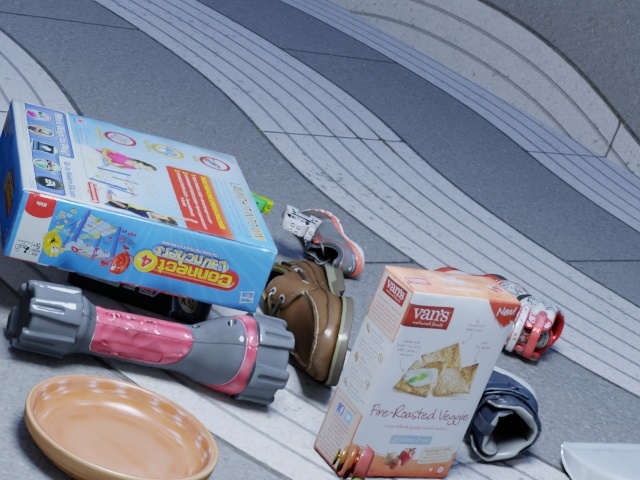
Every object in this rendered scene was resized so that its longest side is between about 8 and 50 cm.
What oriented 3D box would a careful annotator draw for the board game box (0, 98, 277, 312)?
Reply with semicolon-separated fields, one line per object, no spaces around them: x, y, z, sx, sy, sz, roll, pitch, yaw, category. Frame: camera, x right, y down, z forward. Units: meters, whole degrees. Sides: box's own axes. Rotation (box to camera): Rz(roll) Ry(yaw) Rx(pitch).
-0.231;-0.046;1.933;0.302;0.086;0.308;15;20;-19;board game box

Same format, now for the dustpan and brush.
0.383;0.309;1.908;0.147;0.060;0.211;4;16;-15;dustpan and brush

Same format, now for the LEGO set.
-0.118;-0.026;2.262;0.227;0.087;0.093;25;21;-8;LEGO set

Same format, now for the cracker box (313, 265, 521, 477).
0.106;0.148;1.765;0.156;0.232;0.067;7;23;-36;cracker box

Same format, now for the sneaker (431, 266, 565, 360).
0.237;0.107;2.249;0.145;0.090;0.270;30;18;34;sneaker

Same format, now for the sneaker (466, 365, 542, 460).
0.165;0.186;1.952;0.226;0.086;0.163;21;16;-2;sneaker

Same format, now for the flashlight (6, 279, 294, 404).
-0.184;0.108;1.779;0.304;0.103;0.103;14;22;-23;flashlight

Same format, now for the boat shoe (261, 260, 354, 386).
-0.025;0.099;1.987;0.104;0.110;0.307;14;9;-8;boat shoe

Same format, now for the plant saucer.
-0.201;0.199;1.602;0.200;0.037;0.200;20;18;-7;plant saucer

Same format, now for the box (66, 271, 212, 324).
-0.214;0.023;2.017;0.180;0.077;0.147;18;19;-7;box

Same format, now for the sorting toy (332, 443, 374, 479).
0.021;0.250;1.661;0.042;0.061;0.102;22;37;6;sorting toy

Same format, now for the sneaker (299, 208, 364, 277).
0.000;0.000;2.350;0.065;0.061;0.158;-3;28;-37;sneaker
